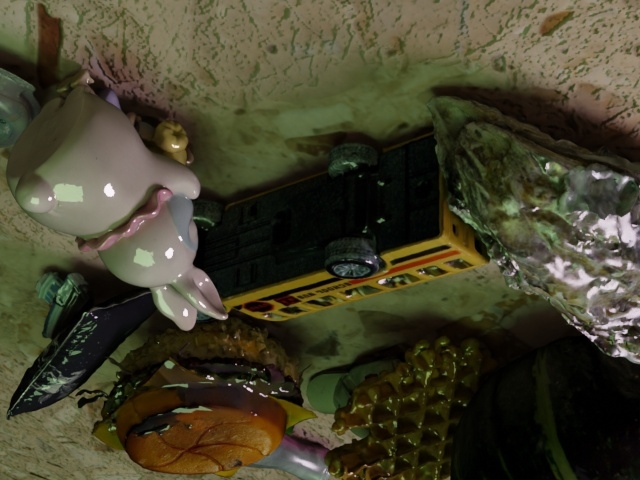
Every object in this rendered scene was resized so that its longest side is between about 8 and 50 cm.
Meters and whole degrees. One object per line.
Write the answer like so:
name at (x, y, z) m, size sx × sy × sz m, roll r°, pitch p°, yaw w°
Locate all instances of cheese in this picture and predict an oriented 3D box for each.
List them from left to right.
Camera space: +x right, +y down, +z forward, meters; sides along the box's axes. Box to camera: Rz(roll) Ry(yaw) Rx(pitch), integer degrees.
cheese at (-0.327, -0.114, 1.245) m, size 0.105 × 0.042 × 0.191 m, roll 28°, pitch 146°, yaw -21°

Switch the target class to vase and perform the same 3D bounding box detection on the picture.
vase at (-0.080, 0.267, 1.718) m, size 0.214 × 0.086 × 0.086 m, roll 26°, pitch 144°, yaw -30°

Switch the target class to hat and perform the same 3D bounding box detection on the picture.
hat at (0.049, 0.195, 1.578) m, size 0.166 × 0.081 × 0.122 m, roll -6°, pitch 142°, yaw 41°

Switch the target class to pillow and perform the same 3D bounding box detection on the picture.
pillow at (-0.270, 0.125, 1.487) m, size 0.208 × 0.141 × 0.055 m, roll -45°, pitch 77°, yaw 31°

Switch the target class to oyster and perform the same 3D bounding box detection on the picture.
oyster at (0.231, -0.015, 1.158) m, size 0.351 × 0.162 × 0.158 m, roll 35°, pitch 170°, yaw -18°

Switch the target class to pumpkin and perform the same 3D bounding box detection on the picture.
pumpkin at (0.299, 0.249, 1.408) m, size 0.323 × 0.241 × 0.323 m, roll -4°, pitch 137°, yaw -3°

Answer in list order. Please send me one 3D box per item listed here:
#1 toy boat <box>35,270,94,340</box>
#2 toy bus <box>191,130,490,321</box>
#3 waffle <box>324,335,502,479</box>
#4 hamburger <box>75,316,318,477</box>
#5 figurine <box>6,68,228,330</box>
toy boat at (-0.300, 0.070, 1.509) m, size 0.066 × 0.059 × 0.140 m, roll 41°, pitch 147°, yaw 3°
toy bus at (0.000, 0.000, 1.255) m, size 0.335 × 0.121 × 0.123 m, roll -18°, pitch 150°, yaw 37°
waffle at (0.113, 0.207, 1.492) m, size 0.231 × 0.051 × 0.229 m, roll -43°, pitch 134°, yaw 8°
hamburger at (-0.142, 0.180, 1.528) m, size 0.262 × 0.138 × 0.243 m, roll 19°, pitch 140°, yaw -33°
figurine at (-0.169, -0.031, 1.212) m, size 0.127 × 0.155 × 0.235 m, roll -27°, pitch 128°, yaw 26°
